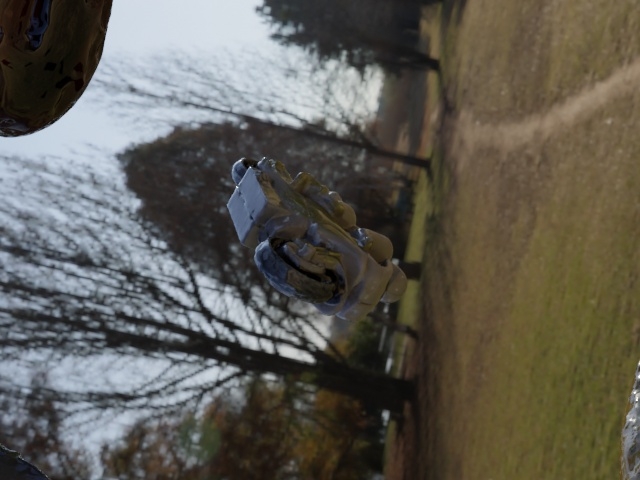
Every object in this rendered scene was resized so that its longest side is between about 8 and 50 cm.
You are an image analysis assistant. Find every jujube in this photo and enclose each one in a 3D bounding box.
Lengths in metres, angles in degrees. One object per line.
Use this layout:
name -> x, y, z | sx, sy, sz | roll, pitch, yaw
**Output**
jujube -> -0.285, -0.215, 0.875 | 0.236, 0.168, 0.168 | -55, 2, 7

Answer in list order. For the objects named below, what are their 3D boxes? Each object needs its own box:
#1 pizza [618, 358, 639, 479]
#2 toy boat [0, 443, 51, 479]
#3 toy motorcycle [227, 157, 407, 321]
pizza -> 0.232, 0.095, 0.393 | 0.154, 0.193, 0.069 | -60, -32, -50
toy boat -> -0.153, 0.076, 0.307 | 0.063, 0.115, 0.016 | -52, -15, -33
toy motorcycle -> 0.000, 0.000, 1.081 | 0.108, 0.222, 0.341 | -58, 25, 17
